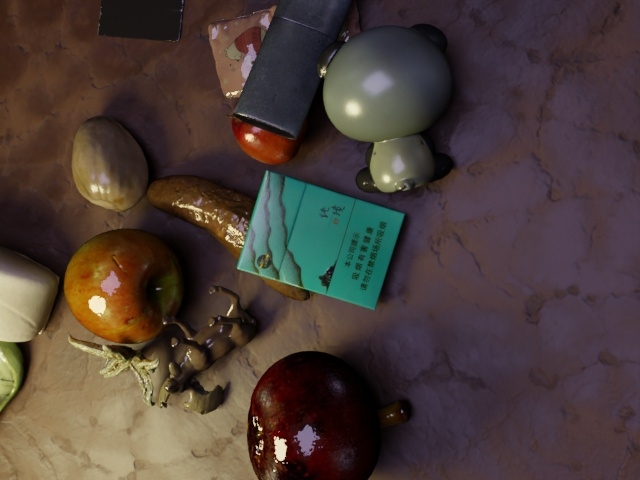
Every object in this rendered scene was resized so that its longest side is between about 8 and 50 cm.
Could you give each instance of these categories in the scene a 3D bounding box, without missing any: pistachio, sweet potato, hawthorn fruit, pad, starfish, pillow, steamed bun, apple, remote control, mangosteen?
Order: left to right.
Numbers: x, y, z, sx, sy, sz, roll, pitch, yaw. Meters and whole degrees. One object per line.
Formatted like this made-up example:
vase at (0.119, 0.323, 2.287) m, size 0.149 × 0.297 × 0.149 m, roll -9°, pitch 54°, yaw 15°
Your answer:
steamed bun at (-0.597, 0.080, 1.649) m, size 0.241 × 0.164 × 0.146 m, roll 21°, pitch 96°, yaw 19°
pistachio at (-0.363, -0.132, 1.602) m, size 0.126 × 0.108 × 0.185 m, roll -28°, pitch 72°, yaw -1°
starfish at (-0.341, 0.198, 1.561) m, size 0.176 × 0.208 × 0.053 m, roll 25°, pitch 59°, yaw -1°
apple at (-0.325, 0.073, 1.545) m, size 0.196 × 0.196 × 0.196 m, roll 0°, pitch 90°, yaw 19°
pad at (-0.302, -0.470, 1.633) m, size 0.163 × 0.004 × 0.243 m, roll 9°, pitch 92°, yaw 19°
sweet potato at (-0.142, -0.028, 1.537) m, size 0.341 × 0.092 × 0.114 m, roll 33°, pitch 125°, yaw 16°
hawthorn fruit at (-0.082, -0.187, 1.494) m, size 0.125 × 0.140 × 0.125 m, roll -5°, pitch 64°, yaw 10°
pillow at (-0.053, -0.319, 1.527) m, size 0.248 × 0.049 × 0.135 m, roll -14°, pitch 86°, yaw 14°
remote control at (-0.018, -0.341, 1.453) m, size 0.107 × 0.044 × 0.378 m, roll 19°, pitch 78°, yaw 5°
mangosteen at (0.018, 0.284, 1.439) m, size 0.261 × 0.235 × 0.236 m, roll -4°, pitch 88°, yaw -24°

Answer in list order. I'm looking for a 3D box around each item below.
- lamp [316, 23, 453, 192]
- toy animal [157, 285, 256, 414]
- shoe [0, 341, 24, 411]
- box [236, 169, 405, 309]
lamp at (0.107, -0.198, 1.412) m, size 0.197 × 0.198 × 0.244 m, roll -8°, pitch 104°, yaw 18°
toy animal at (-0.194, 0.194, 1.543) m, size 0.214 × 0.186 × 0.094 m, roll -31°, pitch 49°, yaw -5°
shoe at (-0.630, 0.284, 1.693) m, size 0.140 × 0.128 × 0.262 m, roll 36°, pitch 104°, yaw 1°
box at (0.000, 0.000, 1.464) m, size 0.226 × 0.042 × 0.161 m, roll 18°, pitch 91°, yaw -6°
